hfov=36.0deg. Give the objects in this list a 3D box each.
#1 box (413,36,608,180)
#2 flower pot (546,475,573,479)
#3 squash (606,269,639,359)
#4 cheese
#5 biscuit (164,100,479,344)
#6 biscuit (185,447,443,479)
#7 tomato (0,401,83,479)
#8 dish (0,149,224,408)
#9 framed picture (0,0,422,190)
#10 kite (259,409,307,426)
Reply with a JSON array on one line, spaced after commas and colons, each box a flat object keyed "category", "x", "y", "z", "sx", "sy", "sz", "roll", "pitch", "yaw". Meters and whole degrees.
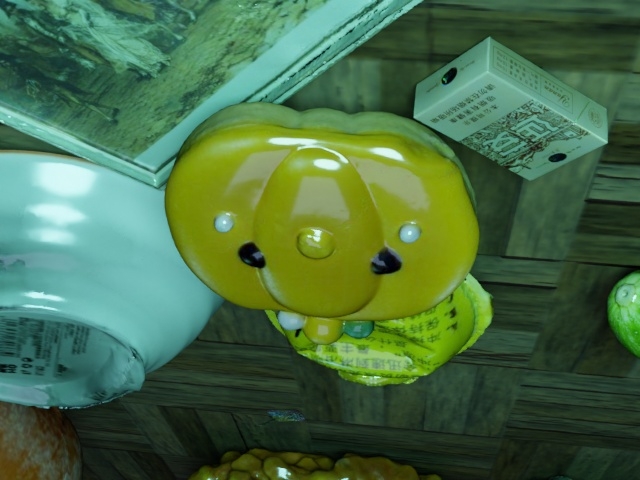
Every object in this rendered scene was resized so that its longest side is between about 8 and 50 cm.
[{"category": "box", "x": 0.094, "y": -0.063, "z": 0.486, "sx": 0.083, "sy": 0.024, "sz": 0.053, "roll": 24, "pitch": 148, "yaw": -27}, {"category": "flower pot", "x": 0.317, "y": 0.364, "z": 1.075, "sx": 0.141, "sy": 0.235, "sz": 0.235, "roll": -10, "pitch": 157, "yaw": -18}, {"category": "squash", "x": 0.278, "y": 0.074, "z": 0.663, "sx": 0.229, "sy": 0.066, "sz": 0.066, "roll": 23, "pitch": 149, "yaw": -31}, {"category": "cheese", "x": 0.032, "y": 0.022, "z": 0.624, "sx": 0.157, "sy": 0.064, "sz": 0.250, "roll": 2, "pitch": 143, "yaw": 9}, {"category": "biscuit", "x": 0.000, "y": 0.003, "z": 0.529, "sx": 0.170, "sy": 0.050, "sz": 0.170, "roll": 5, "pitch": 136, "yaw": 5}, {"category": "biscuit", "x": -0.011, "y": 0.326, "z": 1.171, "sx": 0.318, "sy": 0.110, "sz": 0.312, "roll": 8, "pitch": 155, "yaw": -1}, {"category": "tomato", "x": -0.371, "y": 0.236, "z": 0.941, "sx": 0.265, "sy": 0.264, "sz": 0.265, "roll": 6, "pitch": 153, "yaw": 3}, {"category": "dish", "x": -0.189, "y": 0.052, "z": 0.667, "sx": 0.260, "sy": 0.085, "sz": 0.260, "roll": -2, "pitch": 147, "yaw": -1}, {"category": "framed picture", "x": -0.100, "y": -0.108, "z": 0.457, "sx": 0.217, "sy": 0.017, "sz": 0.274, "roll": 23, "pitch": 149, "yaw": -27}, {"category": "kite", "x": -0.047, "y": 0.183, "z": 1.019, "sx": 0.078, "sy": 0.002, "sz": 0.044, "roll": -15, "pitch": 145, "yaw": 36}]
